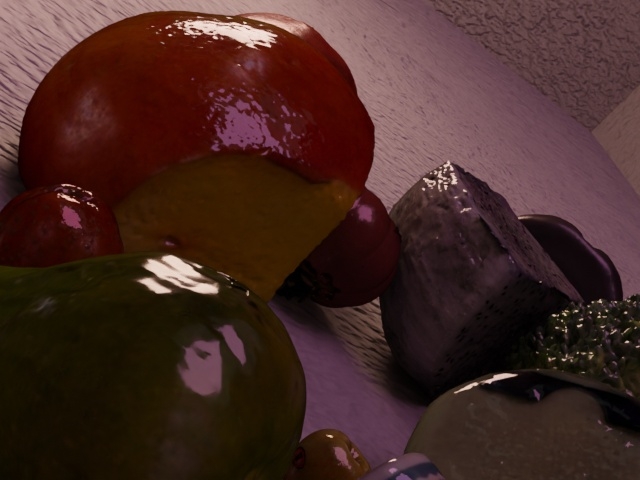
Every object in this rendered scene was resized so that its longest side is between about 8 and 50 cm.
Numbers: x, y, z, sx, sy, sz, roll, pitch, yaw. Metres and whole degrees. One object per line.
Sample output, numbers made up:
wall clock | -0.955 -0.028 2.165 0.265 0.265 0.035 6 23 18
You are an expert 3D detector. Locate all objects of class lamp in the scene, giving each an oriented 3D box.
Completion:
lamp | 0.000 0.000 1.686 0.182 0.140 0.182 33 -29 21

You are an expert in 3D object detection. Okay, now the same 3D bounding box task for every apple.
apple | 0.008 0.210 1.349 0.084 0.071 0.084 41 19 -17

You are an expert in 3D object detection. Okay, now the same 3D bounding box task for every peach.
peach | -0.121 -0.100 1.467 0.306 0.242 0.380 29 25 -14

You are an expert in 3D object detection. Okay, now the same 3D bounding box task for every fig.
fig | -0.142 0.083 1.045 0.233 0.233 0.314 15 40 -57

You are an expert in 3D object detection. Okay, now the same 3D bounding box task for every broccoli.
broccoli | 0.335 0.195 1.721 0.277 0.318 0.338 -18 14 -32

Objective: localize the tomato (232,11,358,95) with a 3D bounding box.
tomato | -0.061 -0.187 1.902 0.232 0.188 0.232 41 15 -14

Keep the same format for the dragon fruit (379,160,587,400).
dragon fruit | 0.157 0.052 1.802 0.221 0.204 0.283 57 14 25

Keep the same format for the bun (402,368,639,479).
bun | 0.215 0.274 1.466 0.187 0.293 0.293 83 -17 -47

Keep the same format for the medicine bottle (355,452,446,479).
medicine bottle | 0.101 0.301 1.242 0.237 0.139 0.139 50 18 22

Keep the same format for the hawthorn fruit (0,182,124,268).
hawthorn fruit | -0.215 0.013 1.222 0.128 0.128 0.128 40 18 -16

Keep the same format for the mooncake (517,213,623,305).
mooncake | 0.273 0.087 1.965 0.245 0.245 0.133 47 7 6
